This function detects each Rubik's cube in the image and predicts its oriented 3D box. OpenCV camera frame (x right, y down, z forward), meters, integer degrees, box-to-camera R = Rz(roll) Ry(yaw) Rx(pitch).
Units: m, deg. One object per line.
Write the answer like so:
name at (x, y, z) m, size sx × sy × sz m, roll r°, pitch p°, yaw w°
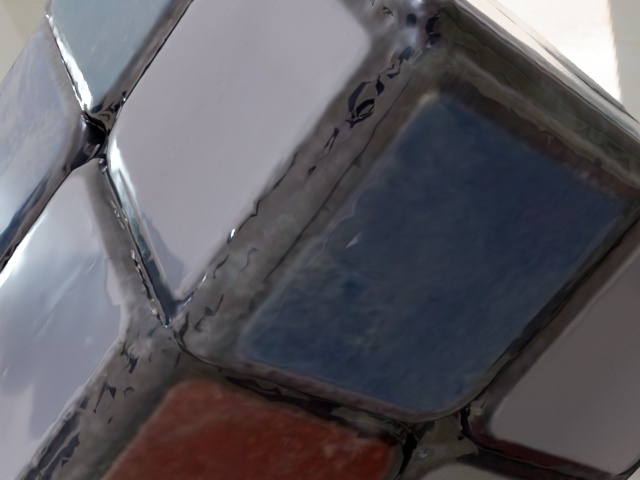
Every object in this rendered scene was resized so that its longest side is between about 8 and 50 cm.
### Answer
Rubik's cube at (0.000, 0.000, 0.577) m, size 0.316 × 0.318 × 0.313 m, roll 26°, pitch -68°, yaw -37°
